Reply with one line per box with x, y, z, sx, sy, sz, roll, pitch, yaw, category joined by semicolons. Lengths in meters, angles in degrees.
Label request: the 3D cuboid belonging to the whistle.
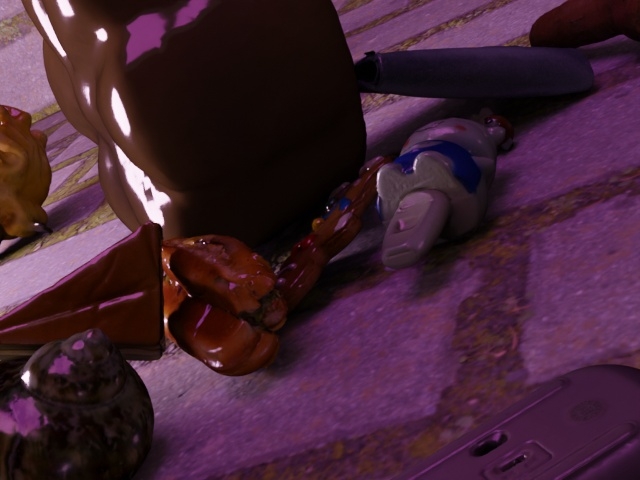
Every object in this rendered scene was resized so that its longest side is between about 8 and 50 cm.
0.104;-0.049;0.957;0.110;0.092;0.244;-15;22;31;whistle

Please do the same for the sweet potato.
0.347;-0.249;1.111;0.109;0.109;0.385;-33;19;-14;sweet potato

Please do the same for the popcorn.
-0.577;-0.079;1.796;0.316;0.281;0.297;-60;-14;-7;popcorn

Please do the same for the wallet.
0.133;-0.194;1.203;0.251;0.054;0.290;-4;11;-17;wallet

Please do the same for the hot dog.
-0.101;0.051;0.971;0.072;0.115;0.269;-4;11;-24;hot dog

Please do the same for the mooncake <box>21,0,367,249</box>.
-0.159;-0.201;1.188;0.262;0.467;0.467;-28;18;-15;mooncake

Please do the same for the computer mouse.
0.092;0.142;0.543;0.232;0.057;0.120;-30;19;-11;computer mouse

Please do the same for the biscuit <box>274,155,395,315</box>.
0.000;0.000;1.010;0.138;0.031;0.205;-34;18;55;biscuit

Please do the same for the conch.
-0.224;0.142;0.859;0.181;0.124;0.187;-35;36;6;conch

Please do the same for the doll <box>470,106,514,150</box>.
0.180;-0.116;1.109;0.058;0.040;0.085;-28;17;35;doll

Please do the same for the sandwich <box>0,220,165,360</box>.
-0.221;0.047;0.941;0.163;0.114;0.079;-1;-18;-7;sandwich
